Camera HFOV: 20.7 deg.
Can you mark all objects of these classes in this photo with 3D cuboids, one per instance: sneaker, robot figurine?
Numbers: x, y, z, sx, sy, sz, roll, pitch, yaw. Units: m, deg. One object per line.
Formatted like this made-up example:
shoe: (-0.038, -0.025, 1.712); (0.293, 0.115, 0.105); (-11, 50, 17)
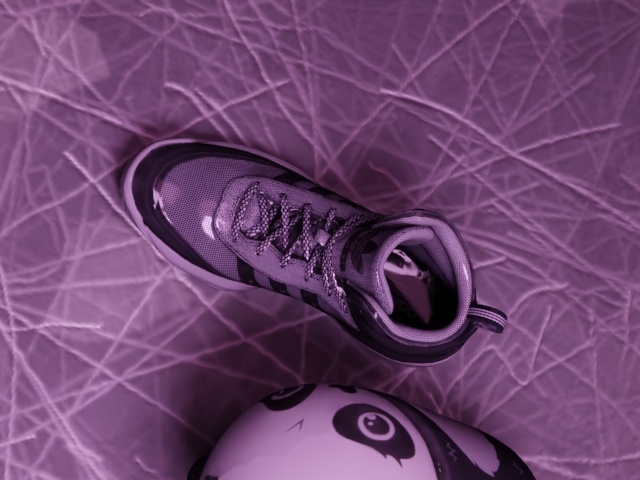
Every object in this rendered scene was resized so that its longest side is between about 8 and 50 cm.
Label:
sneaker: (0.000, 0.000, 1.161); (0.268, 0.153, 0.101); (26, 79, -10)
robot figurine: (0.041, 0.183, 1.110); (0.209, 0.278, 0.173); (-33, 59, 21)
